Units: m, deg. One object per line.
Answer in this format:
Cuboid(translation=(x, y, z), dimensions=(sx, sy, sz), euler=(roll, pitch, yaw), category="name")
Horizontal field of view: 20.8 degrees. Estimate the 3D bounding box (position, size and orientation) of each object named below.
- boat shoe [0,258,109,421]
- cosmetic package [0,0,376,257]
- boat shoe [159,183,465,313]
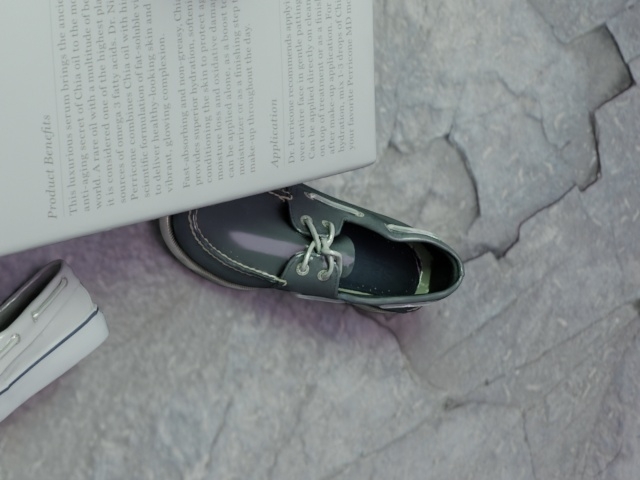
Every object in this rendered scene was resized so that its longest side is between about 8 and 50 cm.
Cuboid(translation=(-0.279, 0.102, 1.375), dimensions=(0.258, 0.095, 0.084), euler=(-41, 110, -45), category="boat shoe")
Cuboid(translation=(-0.168, -0.140, 1.392), dimensions=(0.453, 0.161, 0.230), euler=(-15, 110, -41), category="cosmetic package")
Cuboid(translation=(0.000, 0.000, 1.599), dimensions=(0.319, 0.099, 0.116), euler=(18, 77, -39), category="boat shoe")
